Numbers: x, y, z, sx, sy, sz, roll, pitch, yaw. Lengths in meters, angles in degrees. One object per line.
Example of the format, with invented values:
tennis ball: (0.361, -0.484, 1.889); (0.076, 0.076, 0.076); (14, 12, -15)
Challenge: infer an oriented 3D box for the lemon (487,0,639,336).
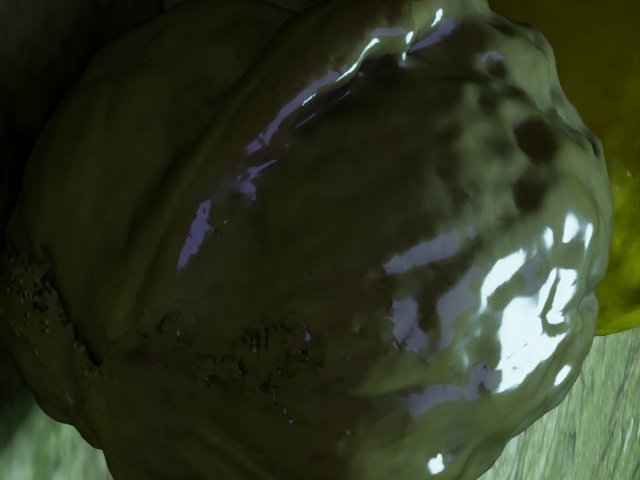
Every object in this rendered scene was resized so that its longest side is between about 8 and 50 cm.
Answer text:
lemon: (0.112, -0.070, 0.797); (0.288, 0.234, 0.233); (-48, 142, -68)

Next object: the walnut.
walnut: (0.000, 0.000, 0.577); (0.245, 0.198, 0.198); (-33, 129, -54)
